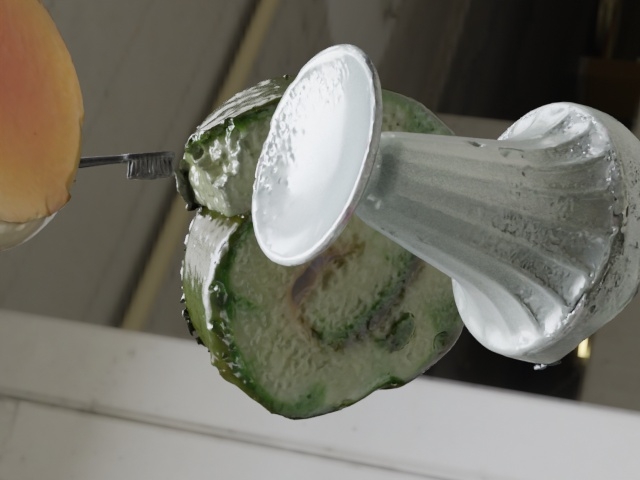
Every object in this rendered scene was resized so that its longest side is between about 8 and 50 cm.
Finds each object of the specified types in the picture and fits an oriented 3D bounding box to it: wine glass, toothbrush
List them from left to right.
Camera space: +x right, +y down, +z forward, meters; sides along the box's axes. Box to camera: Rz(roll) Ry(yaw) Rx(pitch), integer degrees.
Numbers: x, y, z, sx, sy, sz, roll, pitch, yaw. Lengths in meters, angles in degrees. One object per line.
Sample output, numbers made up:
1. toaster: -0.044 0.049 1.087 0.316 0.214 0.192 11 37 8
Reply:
1. toothbrush: -0.311 -0.069 1.427 0.023 0.321 0.031 71 -164 -73
2. wine glass: 0.075 -0.024 0.793 0.196 0.165 0.165 17 -101 -31

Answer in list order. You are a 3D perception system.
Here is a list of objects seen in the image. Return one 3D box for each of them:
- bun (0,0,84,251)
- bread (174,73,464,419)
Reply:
1. bun: -0.346 -0.120 1.188 0.299 0.164 0.299 39 -138 -47
2. bread: 0.000 0.000 1.488 0.382 0.129 0.366 40 -93 -25
